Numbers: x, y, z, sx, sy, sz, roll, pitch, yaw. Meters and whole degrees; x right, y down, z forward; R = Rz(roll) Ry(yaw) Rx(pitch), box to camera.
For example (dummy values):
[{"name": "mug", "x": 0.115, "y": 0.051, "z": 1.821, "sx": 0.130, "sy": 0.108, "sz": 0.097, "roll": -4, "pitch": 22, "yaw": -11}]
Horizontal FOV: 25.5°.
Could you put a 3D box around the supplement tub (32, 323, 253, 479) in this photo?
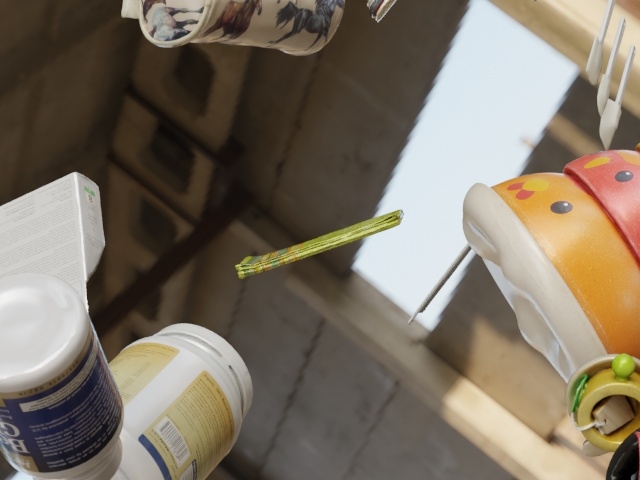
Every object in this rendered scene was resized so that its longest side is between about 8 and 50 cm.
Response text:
[{"name": "supplement tub", "x": -0.258, "y": 0.283, "z": 2.117, "sx": 0.316, "sy": 0.228, "sz": 0.228, "roll": -45, "pitch": -13, "yaw": -52}]

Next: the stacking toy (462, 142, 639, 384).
[{"name": "stacking toy", "x": 0.464, "y": -0.034, "z": 1.914, "sx": 0.480, "sy": 0.351, "sz": 0.350, "roll": -33, "pitch": -13, "yaw": -1}]

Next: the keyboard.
[{"name": "keyboard", "x": 0.216, "y": 0.028, "z": 2.216, "sx": 0.256, "sy": 0.014, "sz": 0.072, "roll": -55, "pitch": -10, "yaw": 23}]

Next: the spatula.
[{"name": "spatula", "x": 0.448, "y": -0.272, "z": 2.189, "sx": 0.168, "sy": 0.019, "sz": 0.242, "roll": 62, "pitch": -144, "yaw": -36}]

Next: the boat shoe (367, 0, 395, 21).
[{"name": "boat shoe", "x": 0.074, "y": -0.302, "z": 1.718, "sx": 0.049, "sy": 0.043, "sz": 0.137, "roll": -48, "pitch": 5, "yaw": 24}]

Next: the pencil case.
[{"name": "pencil case", "x": -0.129, "y": -0.390, "z": 2.334, "sx": 0.410, "sy": 0.183, "sz": 0.160, "roll": -8, "pitch": -70, "yaw": -55}]

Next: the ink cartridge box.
[{"name": "ink cartridge box", "x": -0.334, "y": 0.053, "z": 1.652, "sx": 0.181, "sy": 0.225, "sz": 0.056, "roll": -22, "pitch": -28, "yaw": 21}]

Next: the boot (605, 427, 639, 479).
[{"name": "boot", "x": 0.309, "y": 0.138, "z": 0.921, "sx": 0.244, "sy": 0.176, "sz": 0.088, "roll": -38, "pitch": 45, "yaw": 47}]

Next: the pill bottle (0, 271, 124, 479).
[{"name": "pill bottle", "x": -0.190, "y": 0.108, "z": 0.990, "sx": 0.094, "sy": 0.094, "sz": 0.169, "roll": -46, "pitch": -32, "yaw": -26}]

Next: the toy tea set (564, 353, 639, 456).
[{"name": "toy tea set", "x": 0.301, "y": 0.205, "z": 1.193, "sx": 0.124, "sy": 0.200, "sz": 0.336, "roll": -71, "pitch": -23, "yaw": -65}]

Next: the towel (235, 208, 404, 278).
[{"name": "towel", "x": 0.000, "y": 0.000, "z": 1.969, "sx": 0.237, "sy": 0.021, "sz": 0.102, "roll": -18, "pitch": 8, "yaw": 9}]
